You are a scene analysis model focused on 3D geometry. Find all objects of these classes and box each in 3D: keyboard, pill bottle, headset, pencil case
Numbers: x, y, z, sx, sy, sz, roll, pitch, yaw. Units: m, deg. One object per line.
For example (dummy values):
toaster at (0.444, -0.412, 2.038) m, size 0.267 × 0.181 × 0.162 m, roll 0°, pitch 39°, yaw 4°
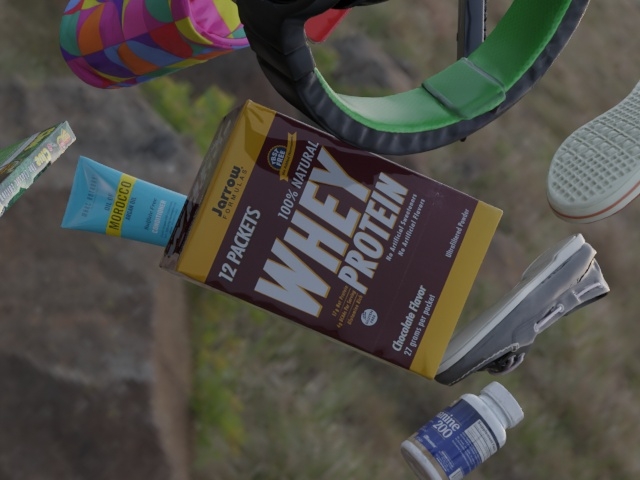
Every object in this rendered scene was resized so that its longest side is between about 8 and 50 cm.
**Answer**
keyboard at (0.178, -0.291, 2.040) m, size 0.201 × 0.033 × 0.317 m, roll 93°, pitch 1°, yaw -57°
pill bottle at (0.146, 0.198, 1.812) m, size 0.067 × 0.120 × 0.067 m, roll 49°, pitch -13°, yaw 16°
headset at (0.065, -0.212, 0.991) m, size 0.185 × 0.243 × 0.394 m, roll 40°, pitch -25°, yaw 45°
pencil case at (-0.131, -0.192, 1.510) m, size 0.104 × 0.236 × 0.104 m, roll 5°, pitch 81°, yaw -36°

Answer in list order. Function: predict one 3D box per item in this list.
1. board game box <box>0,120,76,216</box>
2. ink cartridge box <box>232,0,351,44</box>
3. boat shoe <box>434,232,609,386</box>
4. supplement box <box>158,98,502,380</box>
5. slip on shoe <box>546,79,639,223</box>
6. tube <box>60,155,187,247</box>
board game box at (-0.359, -0.050, 1.873) m, size 0.030 × 0.136 × 0.260 m, roll 61°, pitch 22°, yaw -15°
ink cartridge box at (-0.041, -0.244, 1.311) m, size 0.231 × 0.134 × 0.078 m, roll 39°, pitch -3°, yaw 17°
boat shoe at (0.265, 0.105, 2.264) m, size 0.335 × 0.112 × 0.095 m, roll -39°, pitch 93°, yaw -40°
supplement box at (0.000, 0.000, 1.296) m, size 0.194 × 0.129 × 0.191 m, roll 23°, pitch -3°, yaw -8°
slip on shoe at (0.327, -0.086, 1.759) m, size 0.331 × 0.123 × 0.101 m, roll -39°, pitch 120°, yaw -49°
tube at (-0.173, -0.025, 1.933) m, size 0.207 × 0.080 × 0.052 m, roll 16°, pitch -4°, yaw 1°
